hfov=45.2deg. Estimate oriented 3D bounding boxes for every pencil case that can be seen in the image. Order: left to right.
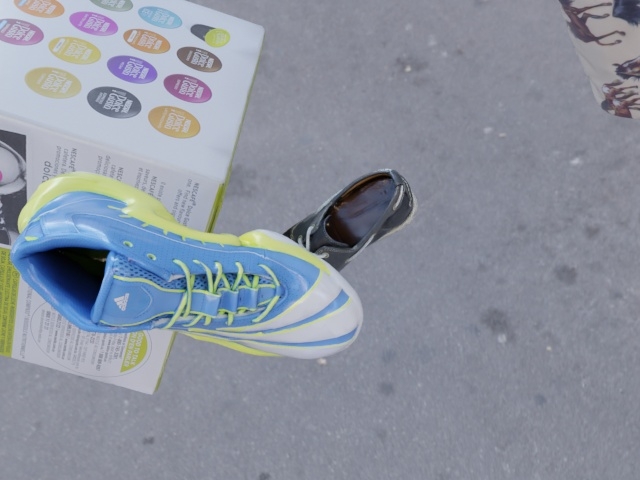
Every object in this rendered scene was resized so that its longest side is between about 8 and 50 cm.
[{"bbox_3d":[0.384,-0.348,1.022,0.160,0.410,0.183,-26,42,22],"label":"pencil case"}]

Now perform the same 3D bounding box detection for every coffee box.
[{"bbox_3d":[-0.278,-0.084,0.894,0.334,0.338,0.337,17,39,-9],"label":"coffee box"}]

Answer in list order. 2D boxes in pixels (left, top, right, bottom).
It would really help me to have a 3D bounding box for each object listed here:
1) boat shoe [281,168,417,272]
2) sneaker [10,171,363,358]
[{"bbox_3d":[0.000,0.000,0.860,0.233,0.079,0.084,-35,76,6],"label":"boat shoe"},{"bbox_3d":[-0.086,0.038,0.494,0.240,0.091,0.126,20,20,-6],"label":"sneaker"}]
